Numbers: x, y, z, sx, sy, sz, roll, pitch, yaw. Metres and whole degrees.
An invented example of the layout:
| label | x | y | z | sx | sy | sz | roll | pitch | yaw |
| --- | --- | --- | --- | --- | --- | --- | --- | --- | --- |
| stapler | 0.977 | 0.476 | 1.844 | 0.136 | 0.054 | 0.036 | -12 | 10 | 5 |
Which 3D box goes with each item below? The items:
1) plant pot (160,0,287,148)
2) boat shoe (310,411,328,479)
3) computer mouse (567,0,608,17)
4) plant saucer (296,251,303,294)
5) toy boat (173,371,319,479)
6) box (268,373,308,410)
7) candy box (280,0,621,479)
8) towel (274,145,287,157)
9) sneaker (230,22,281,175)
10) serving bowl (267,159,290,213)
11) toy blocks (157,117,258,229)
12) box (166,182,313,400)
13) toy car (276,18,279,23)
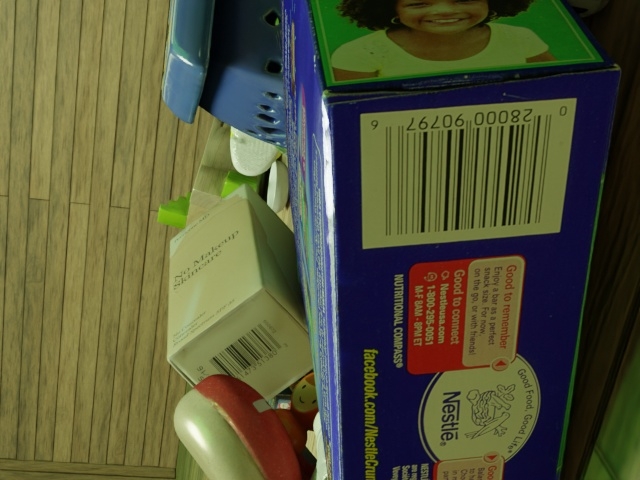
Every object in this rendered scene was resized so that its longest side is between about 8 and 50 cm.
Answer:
| label | x | y | z | sx | sy | sz | roll | pitch | yaw |
| --- | --- | --- | --- | --- | --- | --- | --- | --- | --- |
| plant pot | -0.051 | -0.230 | 1.030 | 0.236 | 0.212 | 0.236 | 146 | 129 | -76 |
| boat shoe | 0.024 | 0.193 | 0.822 | 0.184 | 0.066 | 0.063 | 107 | 154 | -45 |
| computer mouse | 0.116 | -0.174 | 0.561 | 0.193 | 0.042 | 0.106 | -112 | 30 | -68 |
| plant saucer | 0.000 | 0.000 | 1.116 | 0.195 | 0.037 | 0.195 | -175 | 90 | -80 |
| toy boat | -0.034 | 0.185 | 0.959 | 0.151 | 0.151 | 0.231 | 47 | 177 | 23 |
| box | -0.059 | 0.231 | 1.287 | 0.159 | 0.044 | 0.233 | -99 | 18 | -55 |
| candy box | 0.045 | -0.038 | 0.554 | 0.317 | 0.122 | 0.268 | -101 | 7 | -54 |
| towel | -0.030 | -0.157 | 1.213 | 0.152 | 0.023 | 0.113 | 36 | -120 | -65 |
| sneaker | -0.077 | -0.206 | 1.530 | 0.126 | 0.091 | 0.240 | 99 | -173 | -82 |
| serving bowl | -0.061 | -0.080 | 1.508 | 0.083 | 0.027 | 0.083 | -175 | 90 | -79 |
| toy blocks | -0.160 | -0.115 | 1.751 | 0.381 | 0.191 | 0.261 | 116 | 169 | -61 |
| box | -0.098 | 0.065 | 1.225 | 0.148 | 0.121 | 0.311 | -38 | 24 | 8 |
| toy car | -0.100 | -0.329 | 1.551 | 0.225 | 0.053 | 0.239 | -47 | -15 | -10 |
